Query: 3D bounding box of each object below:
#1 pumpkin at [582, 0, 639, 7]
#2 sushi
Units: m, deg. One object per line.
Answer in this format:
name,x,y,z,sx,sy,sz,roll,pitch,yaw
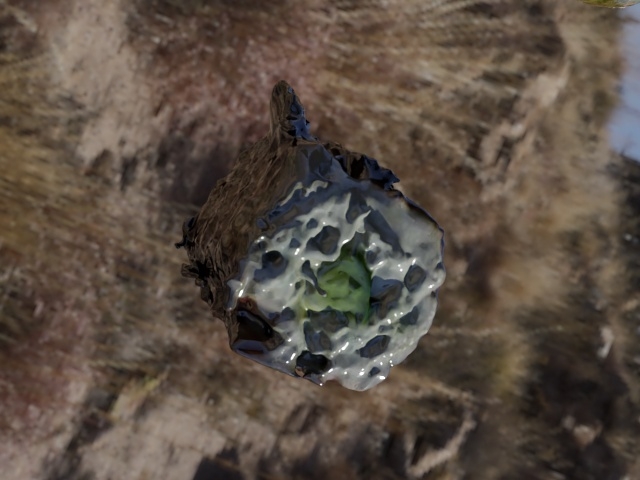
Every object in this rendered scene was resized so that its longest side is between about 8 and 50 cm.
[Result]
pumpkin,0.300,-0.360,1.175,0.189,0.260,0.260,-112,-149,-42
sushi,0.000,0.002,0.483,0.098,0.094,0.084,-58,-160,3
